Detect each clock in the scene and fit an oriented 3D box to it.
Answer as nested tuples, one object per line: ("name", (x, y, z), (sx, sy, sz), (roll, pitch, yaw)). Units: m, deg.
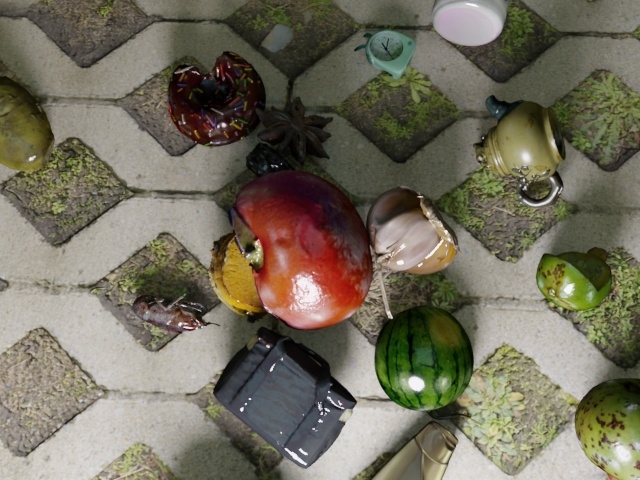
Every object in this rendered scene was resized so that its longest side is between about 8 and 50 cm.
("clock", (0.152, -0.452, 1.443), (0.135, 0.041, 0.101), (28, 77, 8))

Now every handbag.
("handbag", (-0.118, -0.167, 1.318), (0.115, 0.139, 0.072), (44, 91, 9))
("handbag", (-0.060, 0.292, 1.179), (0.254, 0.181, 0.181), (38, 86, 8))

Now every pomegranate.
("pomegranate", (0.530, 0.082, 1.267), (0.169, 0.143, 0.122), (-13, 113, -42))
("pomegranate", (0.594, 0.389, 1.159), (0.214, 0.214, 0.248), (-7, 110, -2))

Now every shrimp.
("shrimp", (-0.299, 0.156, 1.272), (0.190, 0.075, 0.073), (10, 56, 8))

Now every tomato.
("tomato", (0.001, -0.006, 1.194), (0.289, 0.176, 0.335), (-10, 77, -45))

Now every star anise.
("star anise", (-0.063, -0.248, 1.364), (0.182, 0.065, 0.195), (16, 58, -14))

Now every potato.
("potato", (-0.686, -0.256, 1.358), (0.149, 0.113, 0.251), (-35, 86, -16))

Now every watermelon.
("watermelon", (0.214, 0.244, 1.218), (0.204, 0.127, 0.232), (2, 81, -3))

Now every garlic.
("garlic", (0.191, 0.018, 1.226), (0.207, 0.207, 0.257), (10, 59, 3))

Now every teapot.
("teapot", (0.431, -0.194, 1.330), (0.182, 0.173, 0.270), (-14, 102, 31))

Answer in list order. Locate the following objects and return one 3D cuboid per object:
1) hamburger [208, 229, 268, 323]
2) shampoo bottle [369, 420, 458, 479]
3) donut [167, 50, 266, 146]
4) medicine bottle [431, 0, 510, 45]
("hamburger", (-0.145, 0.063, 1.252), (0.191, 0.118, 0.182), (37, 59, -16))
("shampoo bottle", (0.140, 0.507, 1.170), (0.125, 0.084, 0.350), (38, 78, 11))
("donut", (-0.241, -0.325, 1.381), (0.230, 0.096, 0.216), (0, 75, -1))
("medicine bottle", (0.371, -0.621, 1.422), (0.170, 0.170, 0.293), (16, 75, 4))
